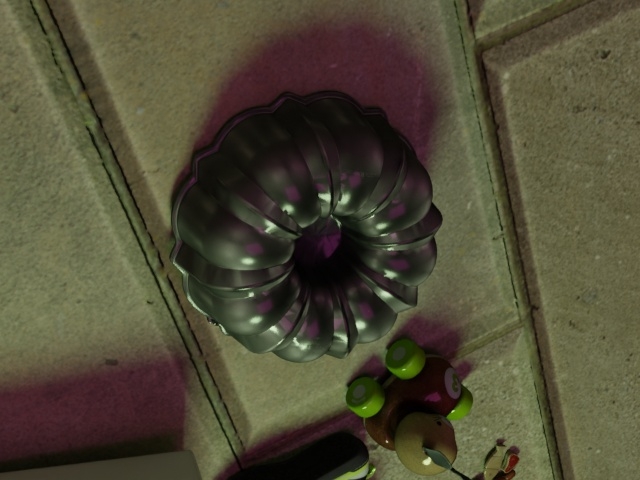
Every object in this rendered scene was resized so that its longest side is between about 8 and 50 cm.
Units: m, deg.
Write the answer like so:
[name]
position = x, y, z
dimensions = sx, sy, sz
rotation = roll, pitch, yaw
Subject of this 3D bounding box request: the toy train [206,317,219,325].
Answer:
[toy train]
position = -0.067, 0.067, 1.410
dimensions = 0.158, 0.027, 0.036
rotation = -15, 114, -17

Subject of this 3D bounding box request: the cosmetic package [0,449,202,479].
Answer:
[cosmetic package]
position = -0.362, 0.411, 1.367
dimensions = 0.453, 0.161, 0.230
rotation = -4, 121, -18

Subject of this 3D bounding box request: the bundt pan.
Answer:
[bundt pan]
position = 0.000, 0.000, 1.319
dimensions = 0.331, 0.124, 0.331
rotation = -9, 115, -20

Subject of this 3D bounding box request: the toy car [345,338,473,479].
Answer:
[toy car]
position = 0.149, 0.252, 1.520
dimensions = 0.149, 0.188, 0.155
rotation = -44, 128, 4

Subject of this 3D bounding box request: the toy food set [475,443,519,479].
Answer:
[toy food set]
position = 0.267, 0.368, 1.755
dimensions = 0.078, 0.019, 0.122
rotation = 20, 101, -33

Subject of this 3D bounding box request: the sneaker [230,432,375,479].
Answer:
[sneaker]
position = -0.029, 0.350, 1.560
dimensions = 0.234, 0.084, 0.097
rotation = -20, 126, -14
